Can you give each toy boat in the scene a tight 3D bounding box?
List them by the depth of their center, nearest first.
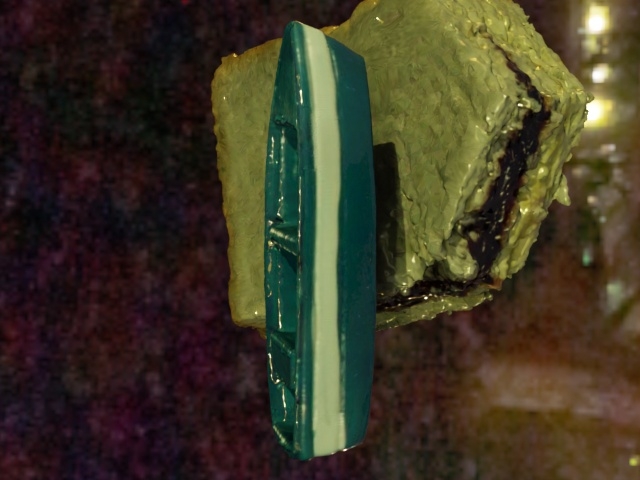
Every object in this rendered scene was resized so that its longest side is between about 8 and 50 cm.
[{"bbox_3d":[0.000,0.000,0.876,0.096,0.062,0.299,-149,-122,-74],"label":"toy boat"}]

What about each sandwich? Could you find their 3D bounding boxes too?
[{"bbox_3d":[0.057,-0.068,1.031,0.131,0.325,0.262,13,66,-45],"label":"sandwich"}]
